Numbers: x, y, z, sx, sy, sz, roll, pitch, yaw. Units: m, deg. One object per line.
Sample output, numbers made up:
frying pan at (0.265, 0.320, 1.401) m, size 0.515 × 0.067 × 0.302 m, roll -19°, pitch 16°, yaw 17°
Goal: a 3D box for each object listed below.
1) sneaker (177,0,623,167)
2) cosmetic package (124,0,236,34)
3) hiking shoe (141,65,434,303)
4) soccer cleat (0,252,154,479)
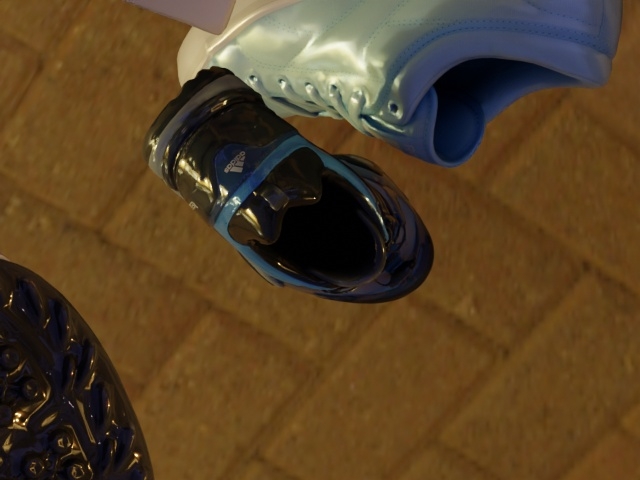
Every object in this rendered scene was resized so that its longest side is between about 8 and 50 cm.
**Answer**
sneaker at (0.040, -0.116, 1.235) m, size 0.366 × 0.150 × 0.135 m, roll -17°, pitch 156°, yaw 40°
cosmetic package at (-0.122, -0.293, 0.803) m, size 0.284 × 0.097 × 0.377 m, roll 18°, pitch 138°, yaw -8°
hiking shoe at (0.000, 0.000, 1.211) m, size 0.113 × 0.132 × 0.304 m, roll -49°, pitch 145°, yaw 9°
soccer cleat at (-0.188, 0.029, 0.754) m, size 0.318 × 0.108 × 0.116 m, roll 49°, pitch 158°, yaw -10°
